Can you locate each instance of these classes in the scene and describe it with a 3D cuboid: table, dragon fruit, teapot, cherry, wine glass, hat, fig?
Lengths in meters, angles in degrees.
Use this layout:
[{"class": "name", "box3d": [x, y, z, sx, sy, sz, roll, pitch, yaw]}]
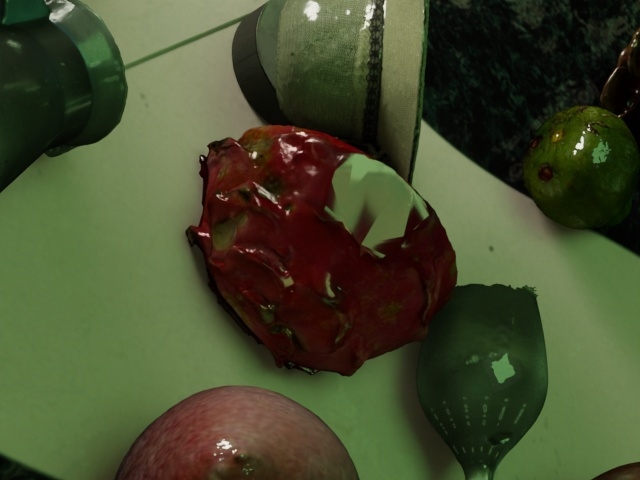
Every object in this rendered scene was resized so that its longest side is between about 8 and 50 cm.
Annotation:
[{"class": "table", "box3d": [-0.019, -0.168, 1.830, 0.133, 0.043, 0.133, 17, 62, -34]}, {"class": "dragon fruit", "box3d": [0.000, 0.000, 1.690, 0.262, 0.189, 0.163, 37, 34, -2]}, {"class": "teapot", "box3d": [-0.271, -0.122, 1.512, 0.225, 0.171, 0.203, -30, 126, -50]}, {"class": "cherry", "box3d": [-0.057, 0.223, 1.501, 0.206, 0.239, 0.239, 34, 53, -21]}, {"class": "wine glass", "box3d": [0.147, 0.162, 1.771, 0.126, 0.126, 0.241, 21, 58, -32]}, {"class": "hat", "box3d": [0.025, -0.165, 1.729, 0.130, 0.257, 0.257, 4, 64, 0]}, {"class": "fig", "box3d": [0.280, -0.060, 1.987, 0.156, 0.123, 0.123, 43, 49, -33]}]

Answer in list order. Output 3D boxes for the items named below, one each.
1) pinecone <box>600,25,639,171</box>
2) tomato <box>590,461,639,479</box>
[{"class": "pinecone", "box3d": [0.437, -0.133, 2.053, 0.244, 0.309, 0.244, -22, 122, -41]}, {"class": "tomato", "box3d": [0.329, 0.332, 1.779, 0.270, 0.227, 0.270, 16, 64, -37]}]
